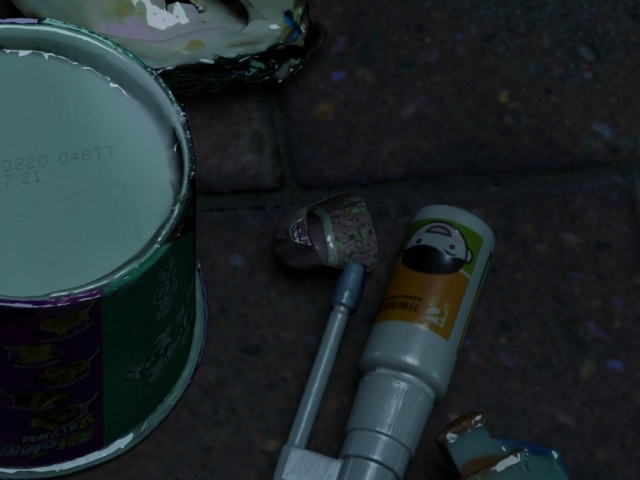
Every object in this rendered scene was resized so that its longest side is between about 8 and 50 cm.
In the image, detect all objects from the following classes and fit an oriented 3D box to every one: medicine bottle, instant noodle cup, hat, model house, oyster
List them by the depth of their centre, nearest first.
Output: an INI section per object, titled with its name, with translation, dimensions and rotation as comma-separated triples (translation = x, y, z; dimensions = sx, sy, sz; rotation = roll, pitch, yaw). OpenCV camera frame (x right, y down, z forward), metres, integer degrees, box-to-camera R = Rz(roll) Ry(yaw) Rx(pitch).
[instant noodle cup]
translation = -0.179, -0.004, 1.065
dimensions = 0.251, 0.190, 0.251
rotation = 5, 60, -9
[model house]
translation = 0.105, 0.183, 1.081
dimensions = 0.148, 0.119, 0.148
rotation = -28, 43, 0
[medicine bottle]
translation = 0.042, 0.075, 1.143
dimensions = 0.092, 0.061, 0.220
rotation = 18, 60, 5
[hat]
translation = 0.001, 0.000, 1.194
dimensions = 0.087, 0.042, 0.058
rotation = -11, 87, -51
[oyster]
translation = -0.111, -0.196, 1.234
dimensions = 0.260, 0.092, 0.198
rotation = 15, 71, -9
